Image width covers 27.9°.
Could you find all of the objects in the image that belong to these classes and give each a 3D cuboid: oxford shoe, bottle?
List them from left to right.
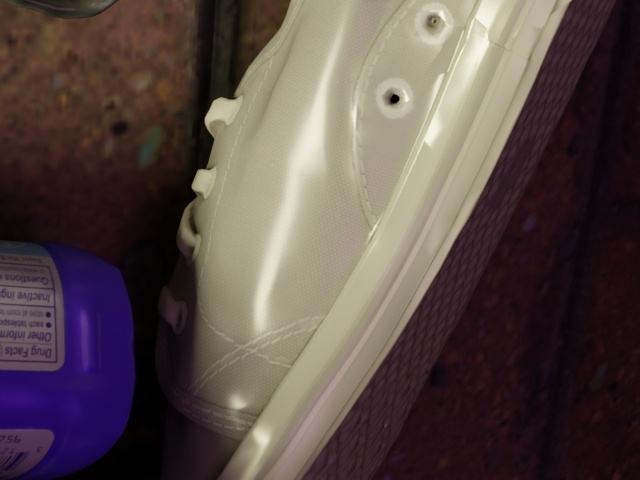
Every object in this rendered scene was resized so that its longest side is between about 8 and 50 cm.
[{"bbox_3d":[-0.209,0.039,0.440,0.282,0.118,0.092,6,73,-35],"label":"bottle"},{"bbox_3d":[0.000,0.000,0.560,0.449,0.130,0.169,-66,166,12],"label":"oxford shoe"}]

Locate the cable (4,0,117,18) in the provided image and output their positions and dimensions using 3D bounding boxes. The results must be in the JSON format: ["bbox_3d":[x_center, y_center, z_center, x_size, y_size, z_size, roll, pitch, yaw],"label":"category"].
[{"bbox_3d":[-0.162,-0.154,0.435,0.287,0.072,0.140,1,121,-22],"label":"cable"}]
